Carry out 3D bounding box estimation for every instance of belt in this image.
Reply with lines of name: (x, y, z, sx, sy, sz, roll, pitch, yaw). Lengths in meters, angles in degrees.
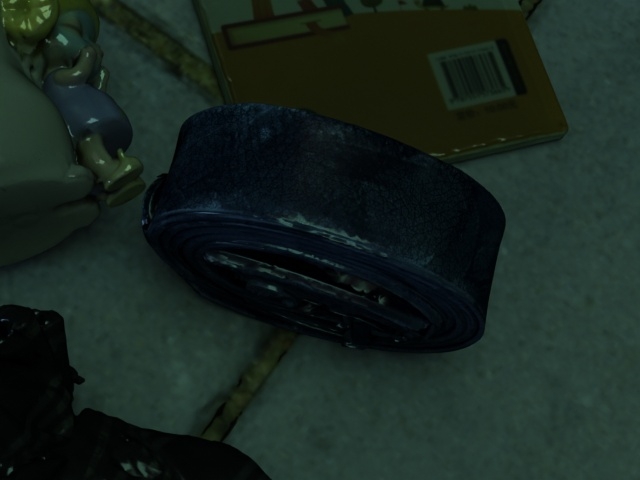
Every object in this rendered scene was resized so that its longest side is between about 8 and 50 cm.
belt: (0.000, 0.000, 0.655, 0.190, 0.141, 0.082, 19, 65, -9)

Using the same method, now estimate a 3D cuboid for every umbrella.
umbrella: (-0.104, 0.118, 0.583, 0.337, 0.154, 0.128, 27, 81, 1)

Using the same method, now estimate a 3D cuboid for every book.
book: (0.016, -0.177, 0.791, 0.208, 0.020, 0.295, -13, 73, -15)

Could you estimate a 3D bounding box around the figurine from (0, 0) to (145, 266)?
figurine: (-0.201, -0.109, 0.669, 0.155, 0.127, 0.235, -23, 72, 1)
